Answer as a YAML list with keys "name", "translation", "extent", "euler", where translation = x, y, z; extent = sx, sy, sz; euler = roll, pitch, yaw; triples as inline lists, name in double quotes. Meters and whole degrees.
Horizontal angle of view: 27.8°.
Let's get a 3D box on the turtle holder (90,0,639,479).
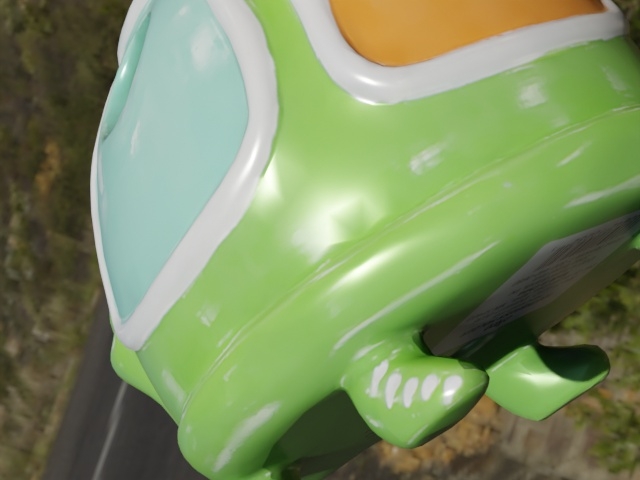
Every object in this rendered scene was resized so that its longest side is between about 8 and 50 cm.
- name: "turtle holder"
  translation: [0.017, -0.011, 0.575]
  extent: [0.243, 0.227, 0.320]
  euler: [-28, -16, -12]
